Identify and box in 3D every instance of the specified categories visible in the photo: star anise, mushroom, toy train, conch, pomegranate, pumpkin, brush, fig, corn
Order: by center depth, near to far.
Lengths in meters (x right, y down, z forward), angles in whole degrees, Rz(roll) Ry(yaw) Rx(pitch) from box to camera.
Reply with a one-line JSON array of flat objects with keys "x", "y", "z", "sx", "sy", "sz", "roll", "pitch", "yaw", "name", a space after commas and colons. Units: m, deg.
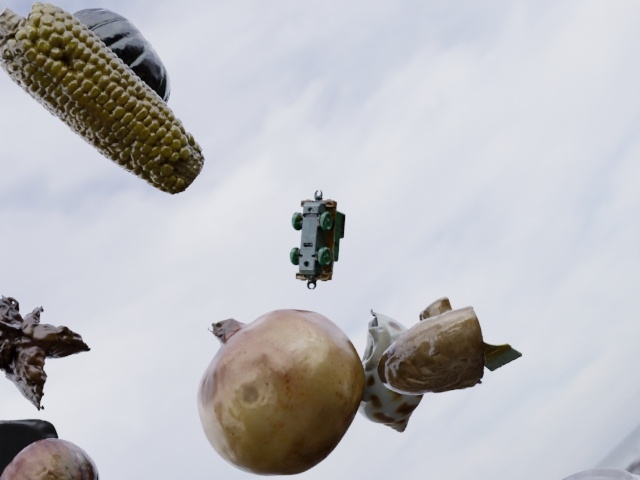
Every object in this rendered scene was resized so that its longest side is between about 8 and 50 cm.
[{"x": -0.285, "y": -0.181, "z": 1.427, "sx": 0.119, "sy": 0.322, "sz": 0.119, "roll": -41, "pitch": 17, "yaw": 15, "name": "corn"}, {"x": -0.303, "y": -0.250, "z": 1.613, "sx": 0.150, "sy": 0.194, "sz": 0.194, "roll": -18, "pitch": -23, "yaw": -7, "name": "pumpkin"}, {"x": -0.417, "y": 0.403, "z": 1.800, "sx": 0.148, "sy": 0.202, "sz": 0.149, "roll": 88, "pitch": -157, "yaw": -46, "name": "fig"}, {"x": 0.169, "y": 0.188, "z": 1.835, "sx": 0.151, "sy": 0.156, "sz": 0.285, "roll": -17, "pitch": -15, "yaw": -14, "name": "mushroom"}, {"x": -0.087, "y": 0.269, "z": 2.098, "sx": 0.338, "sy": 0.338, "sz": 0.338, "roll": -39, "pitch": -18, "yaw": -15, "name": "pomegranate"}, {"x": -0.597, "y": 0.208, "z": 2.129, "sx": 0.148, "sy": 0.237, "sz": 0.346, "roll": -20, "pitch": -16, "yaw": 27, "name": "star anise"}, {"x": 0.140, "y": 0.280, "z": 2.241, "sx": 0.182, "sy": 0.149, "sz": 0.275, "roll": -71, "pitch": -5, "yaw": -53, "name": "conch"}, {"x": 0.325, "y": 0.213, "z": 2.293, "sx": 0.083, "sy": 0.011, "sz": 0.205, "roll": -33, "pitch": -48, "yaw": 30, "name": "brush"}, {"x": 0.000, "y": 0.000, "z": 2.529, "sx": 0.136, "sy": 0.091, "sz": 0.227, "roll": 12, "pitch": -101, "yaw": -60, "name": "toy train"}]

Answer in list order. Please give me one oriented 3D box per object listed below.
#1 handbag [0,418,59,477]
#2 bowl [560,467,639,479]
[{"x": -0.565, "y": 0.484, "z": 1.982, "sx": 0.192, "sy": 0.332, "sz": 0.075, "roll": 2, "pitch": -5, "yaw": -21, "name": "handbag"}, {"x": 0.450, "y": 0.466, "z": 1.783, "sx": 0.287, "sy": 0.143, "sz": 0.287, "roll": -20, "pitch": 13, "yaw": 5, "name": "bowl"}]
